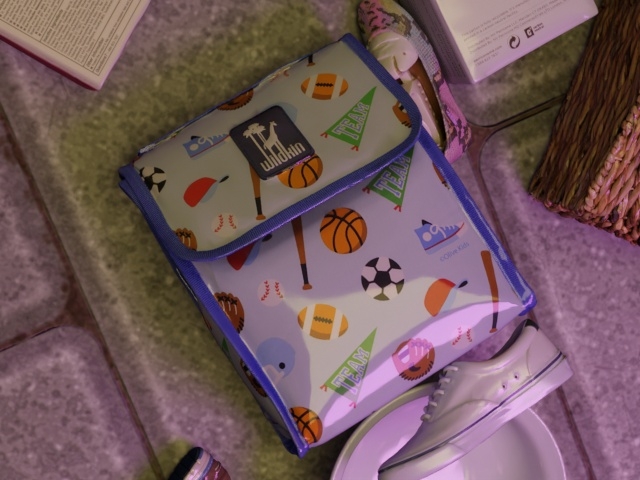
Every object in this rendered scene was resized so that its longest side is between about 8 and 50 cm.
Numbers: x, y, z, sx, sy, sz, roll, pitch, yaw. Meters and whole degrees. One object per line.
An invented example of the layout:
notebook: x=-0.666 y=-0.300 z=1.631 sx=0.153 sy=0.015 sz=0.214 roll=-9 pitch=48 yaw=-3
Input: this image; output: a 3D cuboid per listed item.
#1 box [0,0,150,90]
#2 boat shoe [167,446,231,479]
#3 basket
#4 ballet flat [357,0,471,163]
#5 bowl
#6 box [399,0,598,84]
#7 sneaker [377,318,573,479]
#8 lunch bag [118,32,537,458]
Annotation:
box: x=-0.310 y=-0.281 z=1.646 sx=0.232 sy=0.127 sz=0.148 roll=30 pitch=88 yaw=-15
boat shoe: x=-0.173 y=0.333 z=1.780 sx=0.066 sy=0.066 sz=0.183 roll=40 pitch=85 yaw=-17
basket: x=0.424 y=-0.137 z=1.810 sx=0.223 sy=0.213 sz=0.299 roll=22 pitch=90 yaw=-15
ballet flat: x=0.105 y=-0.182 z=1.786 sx=0.221 sy=0.077 sz=0.079 roll=60 pitch=36 yaw=-16
bowl: x=0.133 y=0.300 z=1.822 sx=0.298 sy=0.134 sz=0.298 roll=-1 pitch=96 yaw=-15
box: x=0.194 y=-0.301 z=1.780 sx=0.181 sy=0.119 sz=0.182 roll=-30 pitch=103 yaw=-10
sneaker: x=0.159 y=0.184 z=1.712 sx=0.258 sy=0.094 sz=0.091 roll=-34 pitch=85 yaw=-14
lunch bag: x=0.000 y=0.000 z=1.711 sx=0.328 sy=0.239 sz=0.385 roll=-31 pitch=87 yaw=-9
